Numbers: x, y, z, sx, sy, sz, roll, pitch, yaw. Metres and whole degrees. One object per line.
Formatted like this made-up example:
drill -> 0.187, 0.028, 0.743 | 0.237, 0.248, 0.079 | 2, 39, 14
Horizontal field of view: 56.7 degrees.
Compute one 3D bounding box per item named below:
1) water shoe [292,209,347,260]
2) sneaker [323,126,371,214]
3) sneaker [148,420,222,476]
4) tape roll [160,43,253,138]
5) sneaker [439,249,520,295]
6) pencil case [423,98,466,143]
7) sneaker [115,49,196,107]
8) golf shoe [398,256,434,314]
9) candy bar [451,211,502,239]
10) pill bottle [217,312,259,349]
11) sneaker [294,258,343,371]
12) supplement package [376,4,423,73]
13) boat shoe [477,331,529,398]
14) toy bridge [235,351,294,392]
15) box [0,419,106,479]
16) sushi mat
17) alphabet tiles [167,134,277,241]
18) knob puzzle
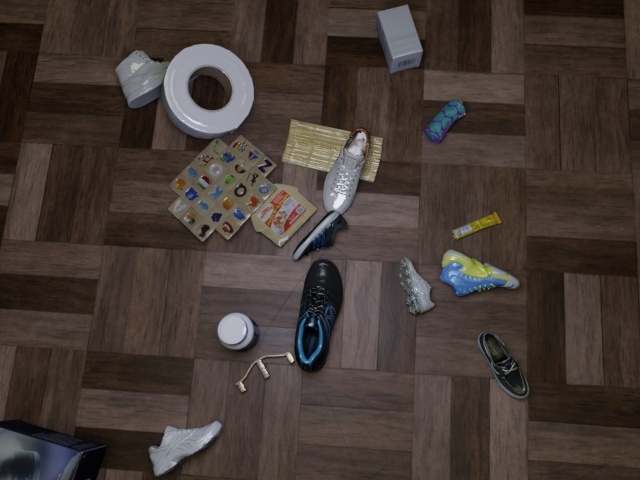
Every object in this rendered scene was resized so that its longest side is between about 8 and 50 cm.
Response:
water shoe -> 0.000, 0.000, 1.833 | 0.080, 0.073, 0.203 | 43, 92, -9
sneaker -> 0.076, -0.218, 1.843 | 0.106, 0.123, 0.290 | 18, 91, 4
sneaker -> -0.397, 0.574, 1.710 | 0.232, 0.090, 0.115 | -31, 74, -6
tape roll -> -0.359, -0.470, 1.889 | 0.286, 0.100, 0.286 | 1, 87, -22
sneaker -> 0.471, 0.122, 1.794 | 0.240, 0.091, 0.126 | 23, 97, 7
pencil case -> 0.403, -0.384, 1.913 | 0.070, 0.064, 0.151 | 38, 81, 26
sneaker -> -0.540, -0.581, 1.974 | 0.292, 0.108, 0.169 | -27, 80, -3
golf shoe -> 0.293, 0.134, 1.807 | 0.086, 0.069, 0.176 | -9, 79, -21
candy bar -> 0.486, -0.044, 1.854 | 0.161, 0.018, 0.040 | -22, 74, -3
pill bottle -> -0.242, 0.266, 1.726 | 0.108, 0.180, 0.108 | 0, 76, 2
sneaker -> -0.003, 0.214, 1.751 | 0.125, 0.139, 0.340 | 5, 76, 5
supplement package -> 0.259, -0.666, 1.963 | 0.105, 0.105, 0.179 | -14, 77, 0
boat shoe -> 0.534, 0.365, 1.730 | 0.078, 0.070, 0.219 | -33, 78, -5
toy bridge -> -0.172, 0.383, 1.775 | 0.188, 0.026, 0.063 | -30, 75, -5
box -> -0.809, 0.687, 1.651 | 0.294, 0.183, 0.296 | 13, 77, 7
sushi mat -> 0.039, -0.292, 1.928 | 0.316, 0.019, 0.151 | 13, 78, 5
alphabet tiles -> -0.315, -0.171, 1.902 | 0.285, 0.011, 0.342 | 40, 81, 17
knob puzzle -> -0.138, -0.097, 1.884 | 0.213, 0.030, 0.213 | -1, 74, 2
